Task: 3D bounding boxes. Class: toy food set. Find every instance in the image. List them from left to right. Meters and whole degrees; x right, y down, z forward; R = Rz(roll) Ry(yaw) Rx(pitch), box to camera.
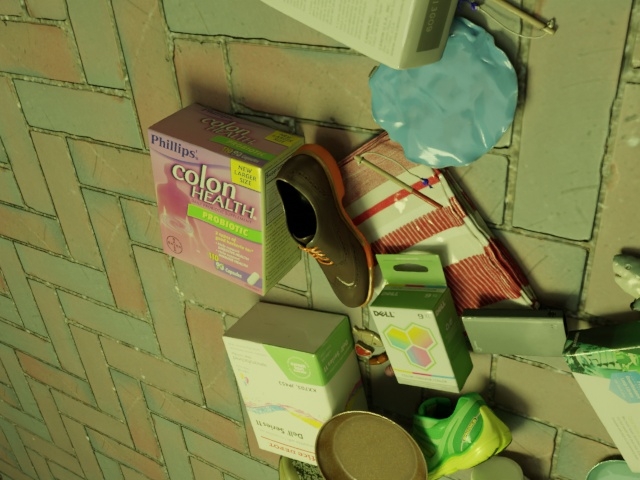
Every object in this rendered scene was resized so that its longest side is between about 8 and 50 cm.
[{"bbox_3d":[0.106,0.199,1.122,0.122,0.019,0.077,18,129,25],"label":"toy food set"}]

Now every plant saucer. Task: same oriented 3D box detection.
[{"bbox_3d":[0.087,0.366,1.096,0.199,0.036,0.198,7,109,21],"label":"plant saucer"},{"bbox_3d":[0.460,0.380,0.976,0.119,0.021,0.119,10,108,33],"label":"plant saucer"}]

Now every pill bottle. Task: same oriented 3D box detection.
[{"bbox_3d":[0.314,0.471,1.094,0.117,0.117,0.215,0,119,36],"label":"pill bottle"}]

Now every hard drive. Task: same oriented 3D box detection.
[{"bbox_3d":[0.276,0.129,0.918,0.135,0.022,0.094,-2,138,27],"label":"hard drive"}]

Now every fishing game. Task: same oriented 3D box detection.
[{"bbox_3d":[0.148,-0.180,0.803,0.189,0.041,0.264,32,119,14],"label":"fishing game"}]

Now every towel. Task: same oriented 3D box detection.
[{"bbox_3d":[0.136,0.009,0.958,0.329,0.037,0.237,52,135,-7],"label":"towel"}]

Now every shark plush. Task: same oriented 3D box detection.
[{"bbox_3d":[0.430,0.049,0.764,0.161,0.073,0.067,-1,89,41],"label":"shark plush"}]

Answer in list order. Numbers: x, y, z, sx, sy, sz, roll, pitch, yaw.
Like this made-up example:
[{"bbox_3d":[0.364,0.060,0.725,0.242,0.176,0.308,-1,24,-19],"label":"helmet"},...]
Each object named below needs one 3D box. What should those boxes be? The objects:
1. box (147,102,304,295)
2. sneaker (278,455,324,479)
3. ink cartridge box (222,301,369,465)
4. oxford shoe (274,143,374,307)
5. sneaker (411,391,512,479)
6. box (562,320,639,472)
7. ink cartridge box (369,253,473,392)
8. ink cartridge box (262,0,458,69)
[{"bbox_3d":[-0.148,-0.067,1.051,0.214,0.117,0.242,21,130,23],"label":"box"},{"bbox_3d":[0.095,0.544,1.316,0.410,0.158,0.182,43,113,0],"label":"sneaker"},{"bbox_3d":[-0.030,0.301,1.220,0.207,0.119,0.353,5,123,32],"label":"ink cartridge box"},{"bbox_3d":[0.000,0.000,0.957,0.097,0.098,0.271,-3,120,39],"label":"oxford shoe"},{"bbox_3d":[0.205,0.332,1.105,0.295,0.109,0.123,-48,59,49],"label":"sneaker"},{"bbox_3d":[0.497,0.187,0.790,0.322,0.058,0.232,-20,114,41],"label":"box"},{"bbox_3d":[0.144,0.123,0.971,0.109,0.062,0.209,0,122,39],"label":"ink cartridge box"},{"bbox_3d":[0.010,-0.411,0.738,0.385,0.091,0.308,38,134,32],"label":"ink cartridge box"}]
